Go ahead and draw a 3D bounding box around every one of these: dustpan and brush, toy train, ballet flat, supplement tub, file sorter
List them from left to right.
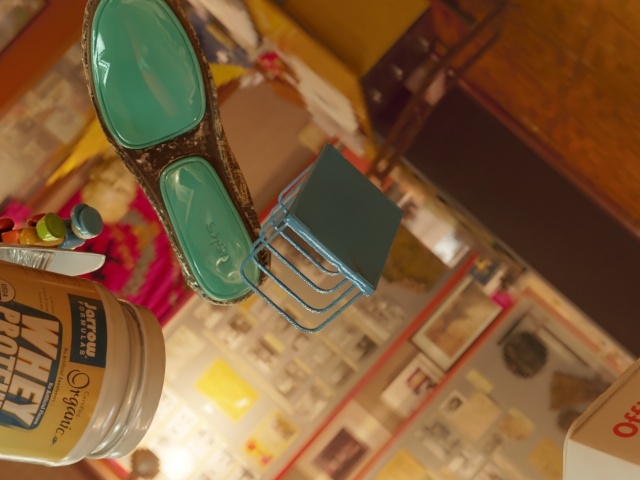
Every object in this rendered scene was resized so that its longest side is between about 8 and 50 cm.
[{"bbox_3d":[-0.230,0.088,0.900,0.200,0.144,0.144,15,-166,-36],"label":"supplement tub"},{"bbox_3d":[-0.382,0.034,1.561,0.147,0.060,0.211,6,180,-35],"label":"dustpan and brush"},{"bbox_3d":[-0.488,-0.002,2.054,0.248,0.143,0.105,-11,-100,-58],"label":"toy train"},{"bbox_3d":[-0.199,-0.140,1.684,0.182,0.164,0.482,-110,-1,-68],"label":"ballet flat"},{"bbox_3d":[0.000,0.000,1.322,0.118,0.104,0.170,42,-149,-10],"label":"file sorter"}]

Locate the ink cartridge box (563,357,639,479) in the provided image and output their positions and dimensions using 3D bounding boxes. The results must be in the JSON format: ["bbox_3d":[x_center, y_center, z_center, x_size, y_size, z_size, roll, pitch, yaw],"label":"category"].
[{"bbox_3d":[0.468,0.254,1.206,0.385,0.279,0.160,18,121,35],"label":"ink cartridge box"}]
